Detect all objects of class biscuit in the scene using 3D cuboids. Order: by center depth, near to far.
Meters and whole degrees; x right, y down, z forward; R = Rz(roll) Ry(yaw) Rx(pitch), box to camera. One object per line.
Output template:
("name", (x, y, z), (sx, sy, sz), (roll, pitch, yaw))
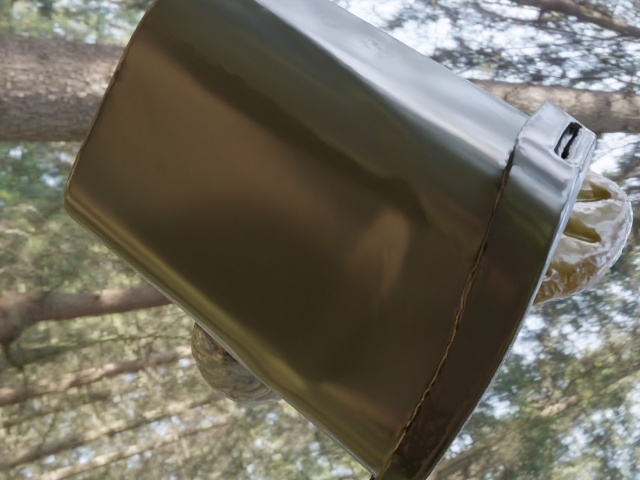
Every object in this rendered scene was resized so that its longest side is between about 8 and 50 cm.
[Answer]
("biscuit", (0.250, -0.003, 1.061), (0.154, 0.299, 0.045), (41, -39, 20))

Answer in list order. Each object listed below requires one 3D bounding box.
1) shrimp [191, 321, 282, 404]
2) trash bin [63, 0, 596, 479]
("shrimp", (-0.005, 0.000, 0.804), (0.145, 0.116, 0.343), (22, -70, -6))
("trash bin", (0.010, -0.019, 0.546), (0.250, 0.220, 0.219), (35, -66, 8))
